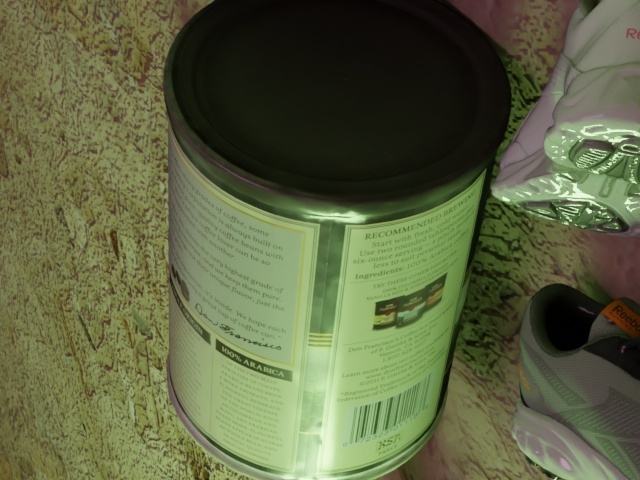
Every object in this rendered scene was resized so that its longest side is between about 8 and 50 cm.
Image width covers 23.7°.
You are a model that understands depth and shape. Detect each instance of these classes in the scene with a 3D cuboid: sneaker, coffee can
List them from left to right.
[{"bbox_3d":[0.000,0.000,0.975,0.201,0.201,0.275,47,148,32],"label":"coffee can"},{"bbox_3d":[0.153,-0.072,0.787,0.232,0.090,0.115,121,165,-78],"label":"sneaker"},{"bbox_3d":[0.194,0.094,0.823,0.271,0.100,0.108,19,123,56],"label":"sneaker"}]
